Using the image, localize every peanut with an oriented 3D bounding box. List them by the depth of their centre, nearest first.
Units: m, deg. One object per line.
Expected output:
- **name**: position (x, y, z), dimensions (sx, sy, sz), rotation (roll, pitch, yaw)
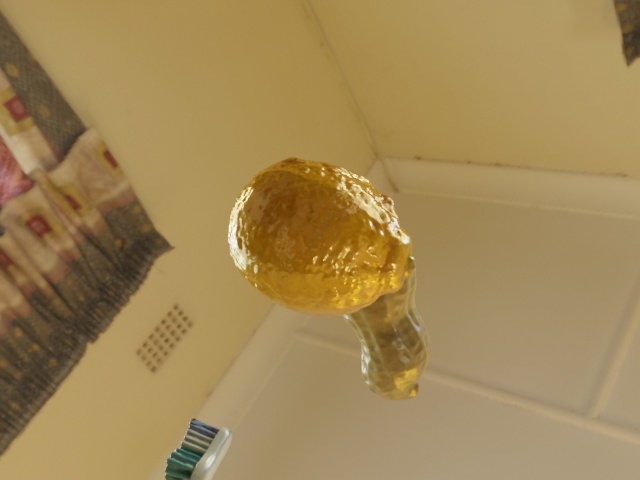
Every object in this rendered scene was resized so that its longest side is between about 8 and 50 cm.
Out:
- **peanut**: position (0.099, 0.130, 1.144), dimensions (0.136, 0.299, 0.120), rotation (9, -148, 44)

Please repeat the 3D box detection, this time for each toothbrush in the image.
- **toothbrush**: position (-0.112, 0.198, 0.327), dimensions (0.030, 0.030, 0.304), rotation (-8, -149, 27)

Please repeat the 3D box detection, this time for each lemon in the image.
- **lemon**: position (0.000, 0.000, 0.668), dimensions (0.187, 0.142, 0.142), rotation (20, -122, 19)
